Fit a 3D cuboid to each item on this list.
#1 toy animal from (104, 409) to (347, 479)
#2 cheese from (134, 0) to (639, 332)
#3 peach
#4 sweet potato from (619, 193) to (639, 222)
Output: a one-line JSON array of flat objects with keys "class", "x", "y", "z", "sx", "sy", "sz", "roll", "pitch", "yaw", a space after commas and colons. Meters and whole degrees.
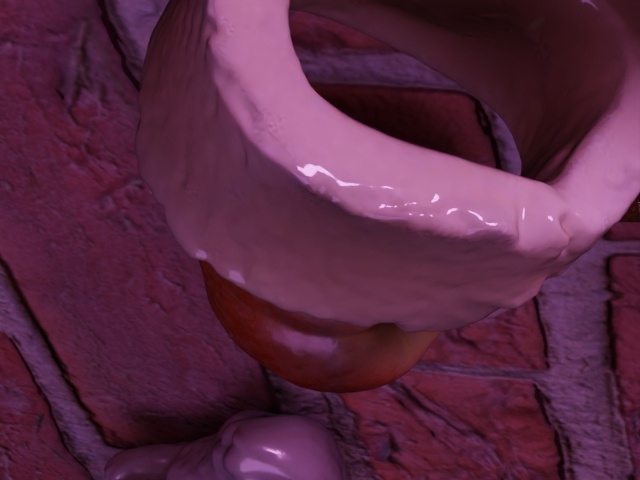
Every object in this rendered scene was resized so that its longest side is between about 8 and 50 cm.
[{"class": "toy animal", "x": -0.098, "y": 0.291, "z": 1.963, "sx": 0.258, "sy": 0.194, "sz": 0.357, "roll": 42, "pitch": 131, "yaw": -20}, {"class": "cheese", "x": 0.060, "y": -0.091, "z": 1.232, "sx": 0.332, "sy": 0.292, "sz": 0.153, "roll": 18, "pitch": 146, "yaw": -15}, {"class": "peach", "x": 0.000, "y": 0.000, "z": 1.499, "sx": 0.232, "sy": 0.232, "sz": 0.232, "roll": 10, "pitch": 146, "yaw": 7}, {"class": "sweet potato", "x": 0.356, "y": -0.009, "z": 1.442, "sx": 0.314, "sy": 0.066, "sz": 0.072, "roll": 12, "pitch": 153, "yaw": 0}]
